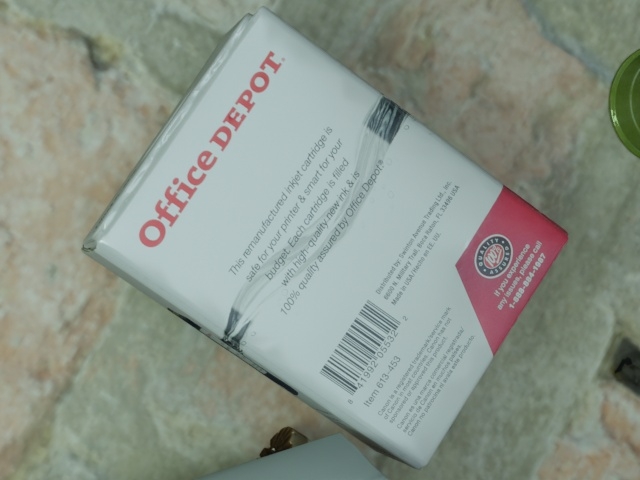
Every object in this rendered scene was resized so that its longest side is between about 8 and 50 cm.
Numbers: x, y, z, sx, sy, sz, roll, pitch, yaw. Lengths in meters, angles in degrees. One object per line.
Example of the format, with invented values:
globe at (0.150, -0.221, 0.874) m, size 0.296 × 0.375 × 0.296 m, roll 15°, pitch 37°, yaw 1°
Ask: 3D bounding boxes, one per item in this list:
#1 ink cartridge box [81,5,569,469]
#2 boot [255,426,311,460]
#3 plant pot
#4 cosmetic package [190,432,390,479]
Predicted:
ink cartridge box at (0.000, 0.000, 0.938) m, size 0.237 × 0.100 × 0.172 m, roll 35°, pitch 81°, yaw -12°
boot at (-0.027, 0.203, 0.951) m, size 0.084 × 0.059 × 0.158 m, roll 36°, pitch 80°, yaw -16°
plant pot at (0.242, -0.092, 1.011) m, size 0.083 × 0.079 × 0.083 m, roll 0°, pitch 90°, yaw -14°
cosmetic package at (-0.068, 0.331, 0.880) m, size 0.284 × 0.097 × 0.377 m, roll -16°, pitch 106°, yaw -16°
